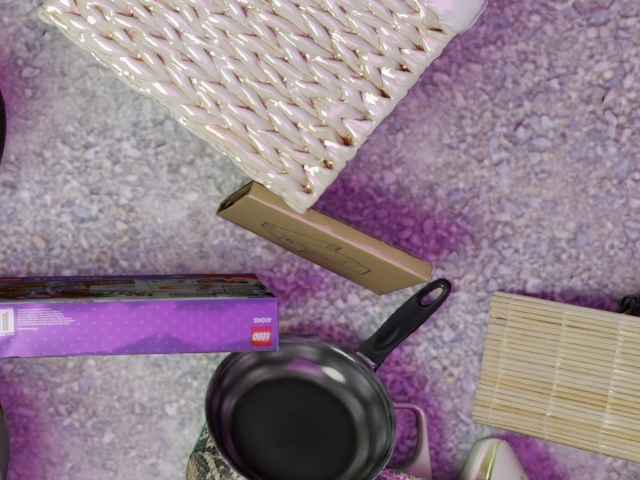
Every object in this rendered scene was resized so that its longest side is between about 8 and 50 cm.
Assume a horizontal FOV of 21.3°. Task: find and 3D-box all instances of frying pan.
[{"bbox_3d":[-0.001,0.136,1.758,0.197,0.053,0.326,22,50,2],"label":"frying pan"}]

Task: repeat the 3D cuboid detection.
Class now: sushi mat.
[{"bbox_3d":[0.304,0.150,1.767,0.019,0.316,0.151,2,96,-54],"label":"sushi mat"}]

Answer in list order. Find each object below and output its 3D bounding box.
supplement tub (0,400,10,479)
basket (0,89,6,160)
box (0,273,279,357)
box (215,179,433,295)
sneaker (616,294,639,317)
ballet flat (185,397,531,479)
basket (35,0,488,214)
[{"bbox_3d":[-0.417,0.227,1.618,0.235,0.325,0.235,-1,97,-8],"label":"supplement tub"},{"bbox_3d":[-0.387,-0.087,1.635,0.154,0.227,0.204,21,94,-10],"label":"basket"},{"bbox_3d":[-0.197,0.073,1.696,0.293,0.201,0.057,-1,96,-8],"label":"box"},{"bbox_3d":[0.000,0.000,1.738,0.201,0.164,0.021,25,77,-11],"label":"box"},{"bbox_3d":[0.379,0.076,1.838,0.108,0.100,0.271,28,92,-6],"label":"sneaker"},{"bbox_3d":[0.101,0.265,1.802,0.483,0.164,0.182,19,68,-9],"label":"ballet flat"},{"bbox_3d":[-0.063,-0.232,1.622,0.331,0.328,0.266,36,95,-11],"label":"basket"}]
